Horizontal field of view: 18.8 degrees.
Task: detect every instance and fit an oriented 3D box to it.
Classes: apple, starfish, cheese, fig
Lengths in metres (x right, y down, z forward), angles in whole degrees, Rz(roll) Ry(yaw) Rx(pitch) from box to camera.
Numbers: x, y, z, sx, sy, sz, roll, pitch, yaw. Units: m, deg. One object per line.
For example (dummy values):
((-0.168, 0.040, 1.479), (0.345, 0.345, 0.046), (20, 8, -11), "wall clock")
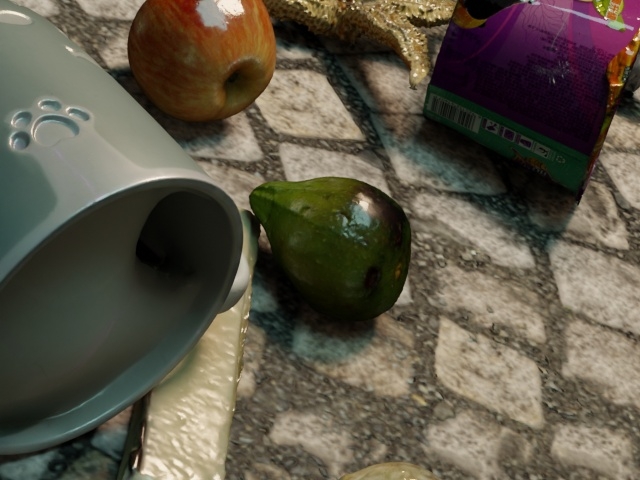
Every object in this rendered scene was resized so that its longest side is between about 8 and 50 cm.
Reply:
((-0.112, -0.183, 1.847), (0.146, 0.146, 0.131), (-12, 56, -44), "apple")
((-0.004, -0.255, 2.067), (0.293, 0.084, 0.301), (24, 30, 3), "starfish")
((-0.102, 0.084, 1.597), (0.085, 0.034, 0.400), (24, 34, -14), "cheese")
((0.000, 0.000, 1.715), (0.156, 0.123, 0.123), (17, 30, 21), "fig")

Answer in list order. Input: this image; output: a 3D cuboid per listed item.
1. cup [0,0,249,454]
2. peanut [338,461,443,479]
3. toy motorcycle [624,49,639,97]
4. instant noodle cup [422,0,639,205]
((-0.210, -0.027, 1.482), (0.274, 0.259, 0.357), (46, 24, 27), "cup")
((0.100, 0.229, 1.495), (0.207, 0.087, 0.087), (21, 34, -12), "peanut")
((0.340, -0.256, 2.291), (0.159, 0.106, 0.270), (28, 23, -7), "toy motorcycle")
((0.226, -0.186, 2.014), (0.190, 0.251, 0.251), (21, 33, 7), "instant noodle cup")
